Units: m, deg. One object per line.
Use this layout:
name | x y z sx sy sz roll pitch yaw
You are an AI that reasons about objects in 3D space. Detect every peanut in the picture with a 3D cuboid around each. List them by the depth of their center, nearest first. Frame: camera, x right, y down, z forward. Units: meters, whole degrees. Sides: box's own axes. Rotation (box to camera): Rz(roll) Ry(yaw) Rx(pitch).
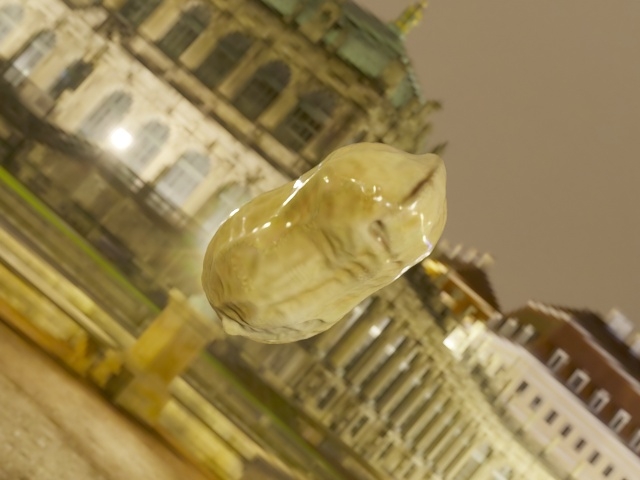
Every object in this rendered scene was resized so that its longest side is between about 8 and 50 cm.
peanut | 0.003 -0.001 1.235 0.174 0.340 0.158 9 55 -49
